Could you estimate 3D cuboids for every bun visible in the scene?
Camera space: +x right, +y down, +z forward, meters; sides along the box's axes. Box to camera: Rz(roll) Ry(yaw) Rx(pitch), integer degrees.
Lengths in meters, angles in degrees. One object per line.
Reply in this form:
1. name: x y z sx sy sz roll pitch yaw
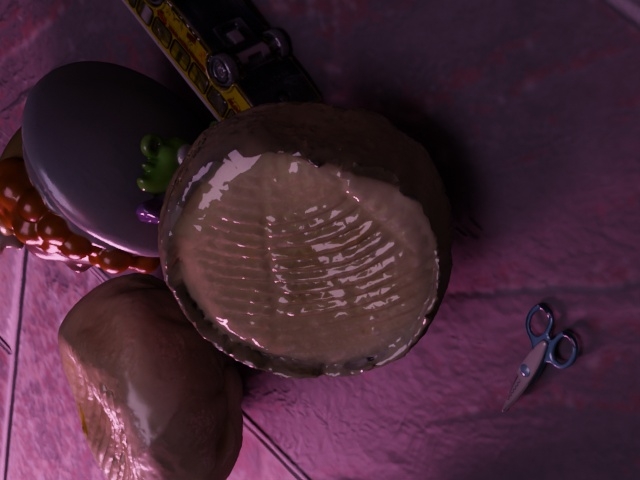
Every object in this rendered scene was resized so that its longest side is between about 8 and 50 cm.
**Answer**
1. bun: -0.011 -0.009 1.414 0.259 0.152 0.259 4 126 6
2. bun: -0.165 0.152 1.722 0.259 0.160 0.259 52 156 35

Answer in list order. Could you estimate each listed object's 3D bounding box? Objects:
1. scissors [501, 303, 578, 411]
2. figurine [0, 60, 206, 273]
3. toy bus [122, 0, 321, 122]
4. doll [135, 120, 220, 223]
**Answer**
1. scissors: 0.177 0.105 1.386 0.058 0.014 0.119 51 139 24
2. figurine: -0.252 -0.067 1.652 0.382 0.224 0.205 -2 77 57
3. toy bus: -0.095 -0.186 1.499 0.226 0.081 0.074 50 146 14
4. doll: -0.095 -0.044 1.503 0.190 0.115 0.050 33 168 -39
